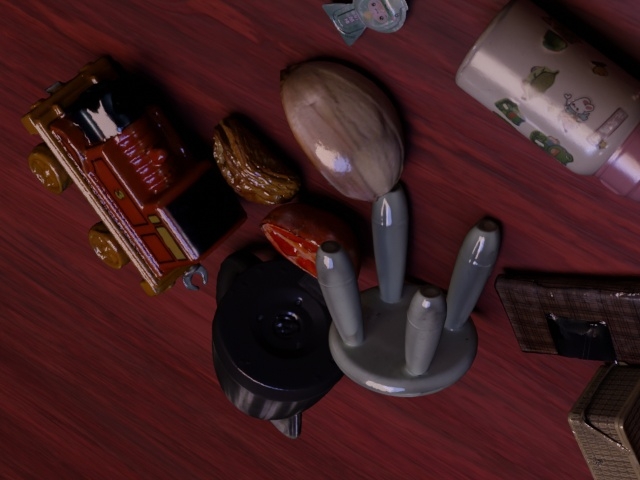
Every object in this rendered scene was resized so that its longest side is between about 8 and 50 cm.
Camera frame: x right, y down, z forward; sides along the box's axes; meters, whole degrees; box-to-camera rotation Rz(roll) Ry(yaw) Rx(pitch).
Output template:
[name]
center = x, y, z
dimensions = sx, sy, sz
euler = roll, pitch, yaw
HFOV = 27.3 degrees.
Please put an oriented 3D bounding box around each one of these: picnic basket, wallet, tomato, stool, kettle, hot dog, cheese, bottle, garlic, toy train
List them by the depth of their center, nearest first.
[bottle]
center = 0.270, -0.136, 1.367
dimensions = 0.253, 0.120, 0.120
euler = 39, 144, 5
[cheese]
center = 0.056, -0.263, 1.515
dimensions = 0.120, 0.026, 0.067
euler = -13, 117, 50
[garlic]
center = 0.028, -0.148, 1.605
dimensions = 0.115, 0.128, 0.207
euler = -37, 87, 27
[wallet]
center = 0.328, 0.097, 1.617
dimensions = 0.230, 0.042, 0.124
euler = 1, 125, 41
[picnic basket]
center = 0.388, 0.244, 1.648
dimensions = 0.079, 0.115, 0.164
euler = -4, 125, 43
[stool]
center = 0.109, 0.063, 1.671
dimensions = 0.195, 0.195, 0.199
euler = 23, 135, 25
[hot dog]
center = -0.094, -0.103, 1.792
dimensions = 0.147, 0.065, 0.099
euler = 42, 162, -2
[tomato]
center = 0.000, 0.000, 1.800
dimensions = 0.155, 0.069, 0.155
euler = 32, 162, 11
[toy train]
center = -0.252, -0.080, 1.871
dimensions = 0.231, 0.163, 0.369
euler = -9, 120, 53
[kettle]
center = -0.086, 0.165, 1.953
dimensions = 0.250, 0.207, 0.271
euler = 30, 151, 6
